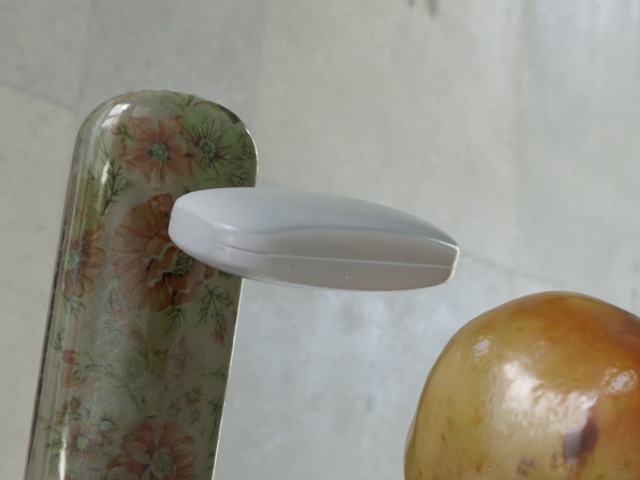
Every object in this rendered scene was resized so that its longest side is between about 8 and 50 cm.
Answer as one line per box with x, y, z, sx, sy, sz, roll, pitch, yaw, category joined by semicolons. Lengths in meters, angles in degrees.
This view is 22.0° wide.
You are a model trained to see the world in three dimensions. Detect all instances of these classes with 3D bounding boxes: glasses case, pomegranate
-0.152;0.086;1.371;0.157;0.098;0.425;8;91;-18;glasses case
0.146;0.133;0.972;0.209;0.209;0.209;-8;99;-61;pomegranate
0.000;0.000;0.932;0.193;0.074;0.049;6;105;-45;glasses case
